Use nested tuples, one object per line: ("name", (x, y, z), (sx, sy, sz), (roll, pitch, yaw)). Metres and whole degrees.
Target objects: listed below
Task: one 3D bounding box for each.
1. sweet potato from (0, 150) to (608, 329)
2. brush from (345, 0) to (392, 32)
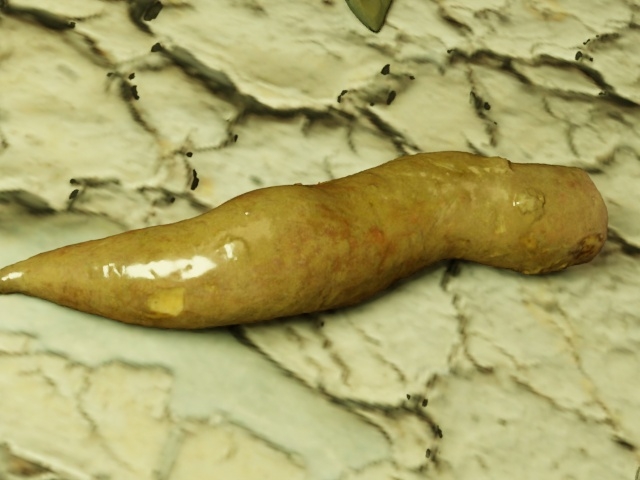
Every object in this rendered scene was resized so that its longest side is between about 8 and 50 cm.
("sweet potato", (0.000, 0.000, 0.853), (0.281, 0.059, 0.067), (-9, 43, -30))
("brush", (0.040, -0.182, 1.067), (0.034, 0.027, 0.190), (48, 42, -28))
